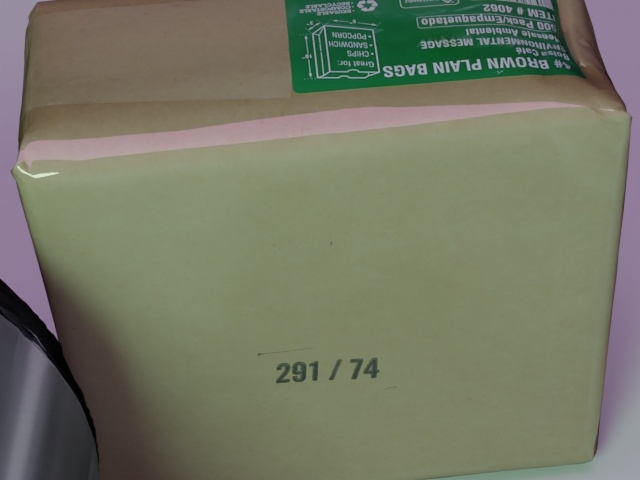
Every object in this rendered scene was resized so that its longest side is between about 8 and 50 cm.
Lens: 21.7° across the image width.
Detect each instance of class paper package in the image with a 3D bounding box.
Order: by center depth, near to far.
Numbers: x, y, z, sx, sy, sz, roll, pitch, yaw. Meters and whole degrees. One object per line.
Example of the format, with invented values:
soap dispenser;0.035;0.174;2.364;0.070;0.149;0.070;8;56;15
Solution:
paper package;0.000;0.000;0.986;0.325;0.309;0.168;-5;45;-2

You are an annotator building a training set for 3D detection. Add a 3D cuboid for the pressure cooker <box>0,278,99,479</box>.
pressure cooker;-0.293;0.225;0.757;0.370;0.375;0.420;-24;39;25
